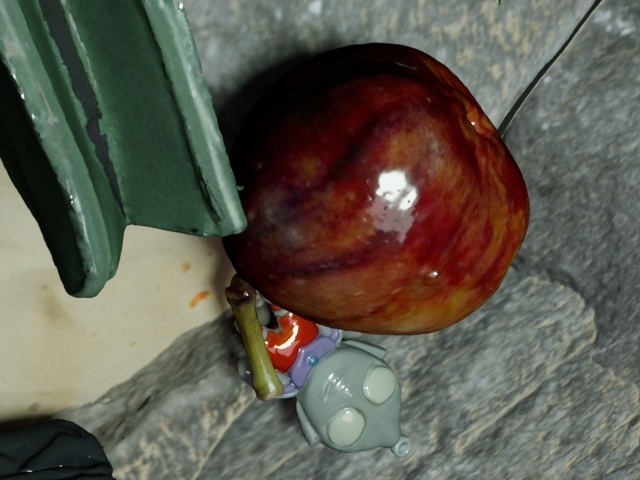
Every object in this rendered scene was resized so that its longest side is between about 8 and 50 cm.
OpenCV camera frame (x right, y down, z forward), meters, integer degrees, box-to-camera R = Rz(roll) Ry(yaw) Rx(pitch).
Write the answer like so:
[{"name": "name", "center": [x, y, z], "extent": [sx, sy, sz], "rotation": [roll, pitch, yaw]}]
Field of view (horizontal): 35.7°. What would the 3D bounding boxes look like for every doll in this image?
[{"name": "doll", "center": [0.013, 0.118, 0.814], "extent": [0.102, 0.075, 0.227], "rotation": [-46, 124, -9]}]

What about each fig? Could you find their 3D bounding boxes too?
[{"name": "fig", "center": [0.001, -0.017, 0.652], "extent": [0.249, 0.186, 0.203], "rotation": [-24, 159, 28]}]

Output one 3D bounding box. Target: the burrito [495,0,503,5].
[{"name": "burrito", "center": [0.149, -0.244, 0.650], "extent": [0.058, 0.045, 0.188], "rotation": [6, 121, -29]}]

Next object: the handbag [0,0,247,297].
[{"name": "handbag", "center": [-0.136, -0.131, 0.393], "extent": [0.079, 0.260, 0.248], "rotation": [-27, 129, -18]}]

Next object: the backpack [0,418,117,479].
[{"name": "backpack", "center": [-0.253, 0.228, 0.684], "extent": [0.206, 0.133, 0.258], "rotation": [-5, 131, -42]}]
